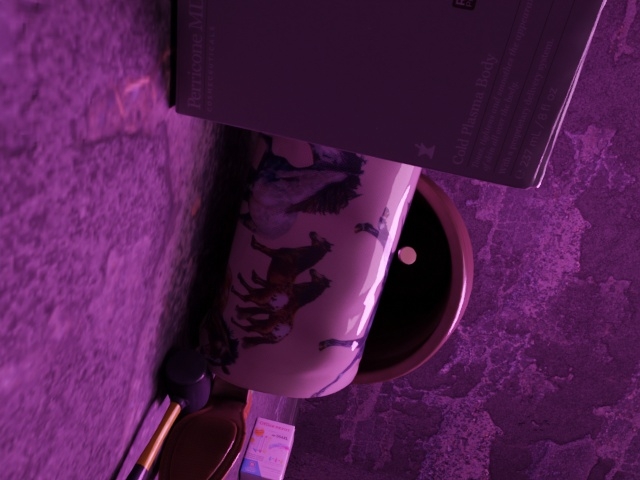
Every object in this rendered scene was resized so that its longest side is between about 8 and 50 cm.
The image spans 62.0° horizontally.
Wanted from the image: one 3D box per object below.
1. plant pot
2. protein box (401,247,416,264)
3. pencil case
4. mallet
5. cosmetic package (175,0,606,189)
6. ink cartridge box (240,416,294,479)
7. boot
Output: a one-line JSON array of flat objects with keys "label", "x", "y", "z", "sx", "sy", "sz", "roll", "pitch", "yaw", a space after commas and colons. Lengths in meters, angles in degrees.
[{"label": "plant pot", "x": 0.079, "y": 0.030, "z": 0.692, "sx": 0.229, "sy": 0.263, "sz": 0.262, "roll": -4, "pitch": 109, "yaw": -63}, {"label": "protein box", "x": 0.026, "y": 0.078, "z": 0.879, "sx": 0.136, "sy": 0.201, "sz": 0.199, "roll": 161, "pitch": -55, "yaw": -75}, {"label": "pencil case", "x": -0.005, "y": -0.045, "z": 0.511, "sx": 0.160, "sy": 0.184, "sz": 0.410, "roll": -33, "pitch": 139, "yaw": -76}, {"label": "mallet", "x": -0.140, "y": 0.170, "z": 0.423, "sx": 0.189, "sy": 0.039, "sz": 0.062, "roll": -64, "pitch": 169, "yaw": -50}, {"label": "cosmetic package", "x": 0.033, "y": -0.129, "z": 0.346, "sx": 0.107, "sy": 0.238, "sz": 0.127, "roll": -73, "pitch": 172, "yaw": -59}, {"label": "ink cartridge box", "x": -0.116, "y": 0.475, "z": 1.203, "sx": 0.089, "sy": 0.092, "sz": 0.143, "roll": 97, "pitch": 7, "yaw": -49}, {"label": "boot", "x": -0.123, "y": 0.241, "z": 0.603, "sx": 0.197, "sy": 0.073, "sz": 0.152, "roll": -64, "pitch": 172, "yaw": -55}]
